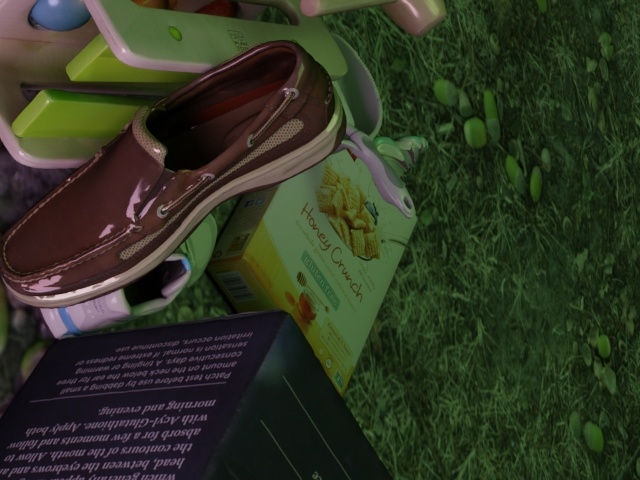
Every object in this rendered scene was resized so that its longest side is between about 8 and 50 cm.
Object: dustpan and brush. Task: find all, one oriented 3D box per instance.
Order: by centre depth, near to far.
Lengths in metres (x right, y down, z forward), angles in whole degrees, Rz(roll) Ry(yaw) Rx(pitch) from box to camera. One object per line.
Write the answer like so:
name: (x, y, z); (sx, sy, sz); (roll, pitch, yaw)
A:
dustpan and brush: (0.015, -0.101, 1.192); (0.147, 0.060, 0.211); (-17, 76, -45)

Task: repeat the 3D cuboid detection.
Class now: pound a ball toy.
pound a ball toy: (-0.078, -0.166, 1.017); (0.319, 0.208, 0.136); (-8, 63, -57)

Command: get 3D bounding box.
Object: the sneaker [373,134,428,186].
sneaker: (0.075, -0.068, 1.381); (0.098, 0.038, 0.069); (-7, 89, -48)

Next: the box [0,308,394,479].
box: (-0.105, 0.286, 0.848); (0.293, 0.212, 0.395); (59, 39, -30)

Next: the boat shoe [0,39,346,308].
boat shoe: (-0.110, -0.053, 0.919); (0.095, 0.257, 0.095); (54, -5, 31)

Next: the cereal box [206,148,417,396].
cereal box: (0.000, 0.000, 1.233); (0.173, 0.047, 0.240); (56, 40, -30)

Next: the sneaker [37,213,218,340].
sneaker: (-0.117, 0.021, 1.021); (0.190, 0.083, 0.071); (-41, 114, -54)
